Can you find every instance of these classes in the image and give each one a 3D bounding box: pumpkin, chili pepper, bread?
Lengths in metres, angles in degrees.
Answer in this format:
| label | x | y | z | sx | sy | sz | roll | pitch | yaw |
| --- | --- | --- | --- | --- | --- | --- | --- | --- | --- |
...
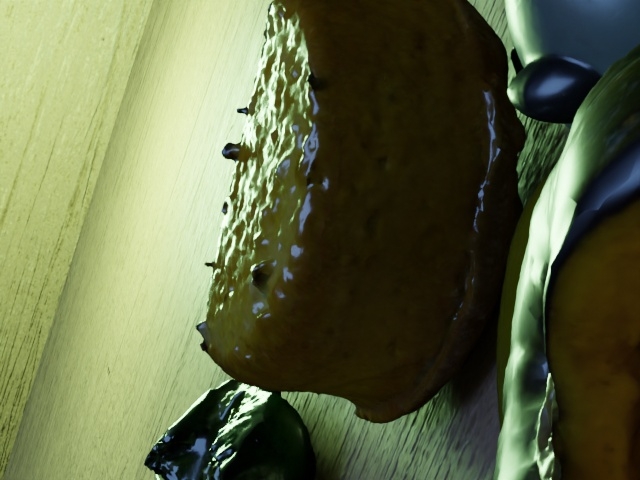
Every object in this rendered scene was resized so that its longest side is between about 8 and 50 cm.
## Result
| label | x | y | z | sx | sy | sz | roll | pitch | yaw |
| --- | --- | --- | --- | --- | --- | --- | --- | --- | --- |
| pumpkin | 0.196 | 0.035 | 0.630 | 0.232 | 0.242 | 0.325 | -62 | -12 | -49 |
| chili pepper | -0.064 | 0.203 | 1.444 | 0.148 | 0.116 | 0.264 | -46 | 11 | -8 |
| bread | 0.037 | -0.027 | 1.139 | 0.179 | 0.194 | 0.340 | -149 | 70 | -72 |

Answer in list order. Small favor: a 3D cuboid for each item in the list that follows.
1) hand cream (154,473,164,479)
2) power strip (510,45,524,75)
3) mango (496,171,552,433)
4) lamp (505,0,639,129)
| label | x | y | z | sx | sy | sz | roll | pitch | yaw |
| --- | --- | --- | --- | --- | --- | --- | --- | --- | --- |
| hand cream | -0.143 | 0.306 | 1.674 | 0.087 | 0.054 | 0.186 | 66 | 172 | -19 |
| power strip | 0.169 | -0.161 | 1.117 | 0.038 | 0.029 | 0.111 | -94 | 26 | -54 |
| mango | 0.147 | 0.068 | 0.905 | 0.137 | 0.091 | 0.237 | 147 | 135 | -74 |
| lamp | 0.192 | -0.140 | 0.798 | 0.244 | 0.197 | 0.198 | -71 | 6 | -55 |
